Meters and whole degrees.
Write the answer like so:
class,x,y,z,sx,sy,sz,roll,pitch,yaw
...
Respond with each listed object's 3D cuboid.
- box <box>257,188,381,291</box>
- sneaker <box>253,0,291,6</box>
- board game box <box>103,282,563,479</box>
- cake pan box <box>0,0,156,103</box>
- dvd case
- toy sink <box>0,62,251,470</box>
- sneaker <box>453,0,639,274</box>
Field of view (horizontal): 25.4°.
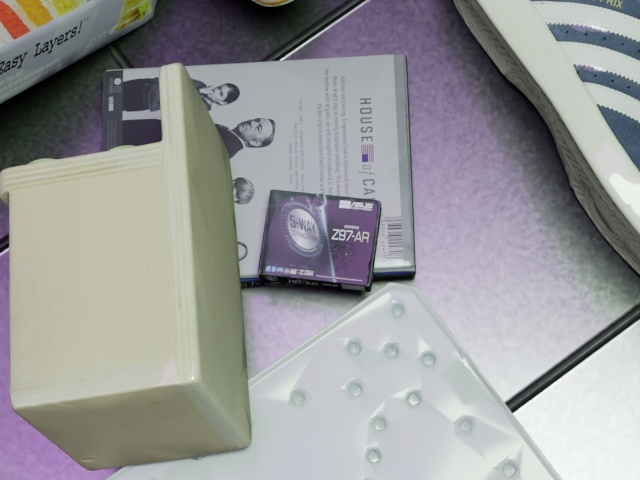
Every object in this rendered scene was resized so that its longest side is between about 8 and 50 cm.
class,x,y,z,sx,sy,sz,roll,pitch,yaw
box,0.000,0.000,1.040,0.083,0.018,0.067,7,74,7
sneaker,-0.085,-0.304,1.131,0.126,0.127,0.321,-24,46,8
board game box,0.014,0.288,0.961,0.390,0.050,0.390,-34,72,-7
cake pan box,-0.293,-0.215,1.078,0.267,0.070,0.246,36,41,15
dvd case,-0.050,-0.052,1.087,0.239,0.029,0.179,-2,72,4
toy sink,-0.133,0.020,0.968,0.131,0.153,0.234,-9,66,6
sneaker,0.227,-0.119,1.030,0.148,0.131,0.350,-29,72,0
